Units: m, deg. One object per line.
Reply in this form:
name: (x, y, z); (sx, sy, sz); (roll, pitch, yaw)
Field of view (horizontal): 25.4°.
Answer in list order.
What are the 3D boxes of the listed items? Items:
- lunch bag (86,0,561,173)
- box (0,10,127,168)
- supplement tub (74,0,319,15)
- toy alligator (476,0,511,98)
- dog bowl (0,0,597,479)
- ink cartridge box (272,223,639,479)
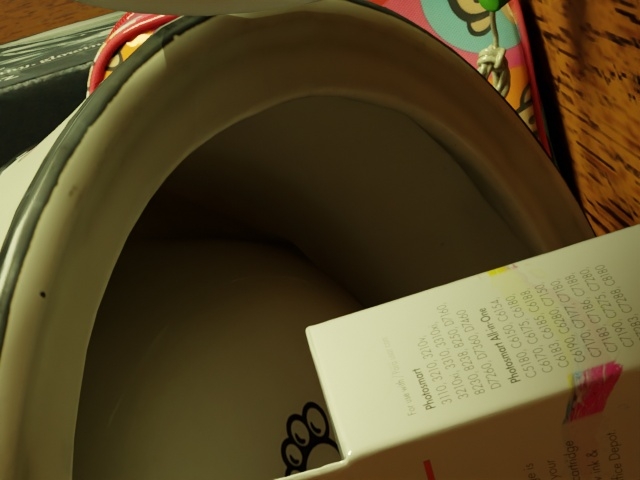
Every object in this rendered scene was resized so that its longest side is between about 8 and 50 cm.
lunch bag: (0.000, 0.000, 0.742); (0.120, 0.258, 0.293); (-110, 4, -75)
box: (-0.194, -0.002, 1.075); (0.472, 0.480, 0.297); (8, 116, 61)
supplement tub: (-0.039, -0.239, 0.316); (0.207, 0.207, 0.338); (75, 179, -66)
toy alligator: (0.073, -0.133, 0.571); (0.051, 0.056, 0.190); (16, 134, 39)
dog bowl: (-0.012, 0.123, 0.536); (0.408, 0.150, 0.408); (22, -119, -47)
ink cartridge box: (0.062, 0.064, 0.406); (0.061, 0.181, 0.104); (-109, 3, -56)
